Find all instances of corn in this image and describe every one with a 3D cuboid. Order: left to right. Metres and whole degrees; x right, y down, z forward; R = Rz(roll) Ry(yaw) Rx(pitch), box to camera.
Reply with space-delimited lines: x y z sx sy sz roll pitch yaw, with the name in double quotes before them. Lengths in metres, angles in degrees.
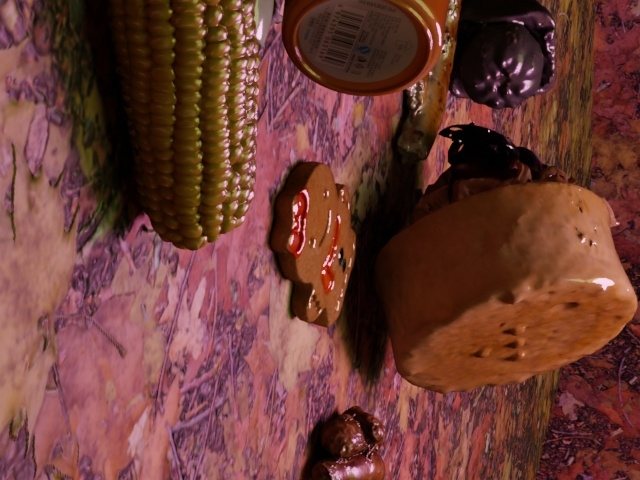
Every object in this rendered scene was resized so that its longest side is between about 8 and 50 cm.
"corn" -0.095 -0.139 0.879 0.115 0.115 0.317 -56 148 -55

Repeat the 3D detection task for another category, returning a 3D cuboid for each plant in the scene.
"plant" 0.264 -0.283 1.840 0.256 0.164 0.141 -78 165 -54

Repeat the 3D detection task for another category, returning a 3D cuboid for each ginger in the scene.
"ginger" 0.041 0.248 1.476 0.162 0.073 0.103 24 73 -70

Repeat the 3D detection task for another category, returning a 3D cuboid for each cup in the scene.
"cup" 0.034 -0.272 1.068 0.226 0.182 0.264 43 41 -38

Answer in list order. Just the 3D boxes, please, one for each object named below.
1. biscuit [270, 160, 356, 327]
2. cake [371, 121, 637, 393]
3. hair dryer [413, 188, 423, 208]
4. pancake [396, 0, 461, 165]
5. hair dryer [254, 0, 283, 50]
"biscuit" 0.000 0.000 1.328 0.225 0.036 0.166 67 35 -56
"cake" 0.212 -0.004 1.603 0.332 0.332 0.321 62 12 -60
"hair dryer" 0.160 -0.023 1.803 0.155 0.044 0.183 -64 151 -50
"pancake" 0.150 -0.282 1.655 0.197 0.054 0.376 13 83 -71
"hair dryer" -0.058 -0.240 1.051 0.237 0.075 0.206 36 56 -78
